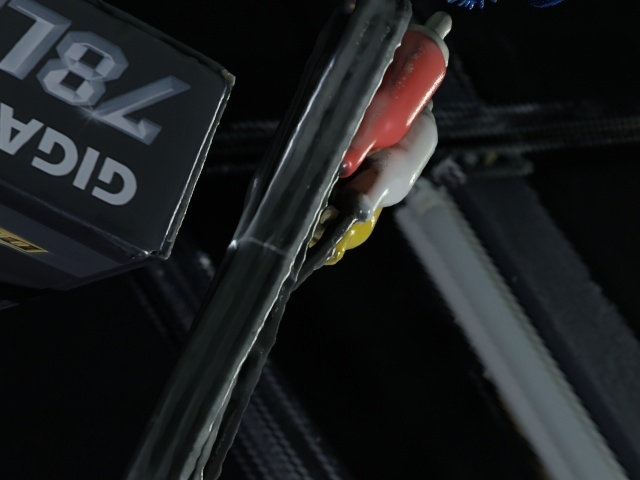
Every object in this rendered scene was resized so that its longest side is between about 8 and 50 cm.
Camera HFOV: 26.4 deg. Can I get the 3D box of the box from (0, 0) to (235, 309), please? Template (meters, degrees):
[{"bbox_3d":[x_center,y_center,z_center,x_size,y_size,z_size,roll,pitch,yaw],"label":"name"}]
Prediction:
[{"bbox_3d":[-0.217,-0.064,0.475,0.296,0.293,0.073,26,-109,-21],"label":"box"}]

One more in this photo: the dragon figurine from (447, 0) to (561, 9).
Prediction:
[{"bbox_3d":[0.124,-0.154,0.606,0.144,0.289,0.085,-16,-83,-1],"label":"dragon figurine"}]

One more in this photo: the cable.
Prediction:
[{"bbox_3d":[0.000,0.000,0.551,0.072,0.139,0.287,22,-136,-2],"label":"cable"}]
